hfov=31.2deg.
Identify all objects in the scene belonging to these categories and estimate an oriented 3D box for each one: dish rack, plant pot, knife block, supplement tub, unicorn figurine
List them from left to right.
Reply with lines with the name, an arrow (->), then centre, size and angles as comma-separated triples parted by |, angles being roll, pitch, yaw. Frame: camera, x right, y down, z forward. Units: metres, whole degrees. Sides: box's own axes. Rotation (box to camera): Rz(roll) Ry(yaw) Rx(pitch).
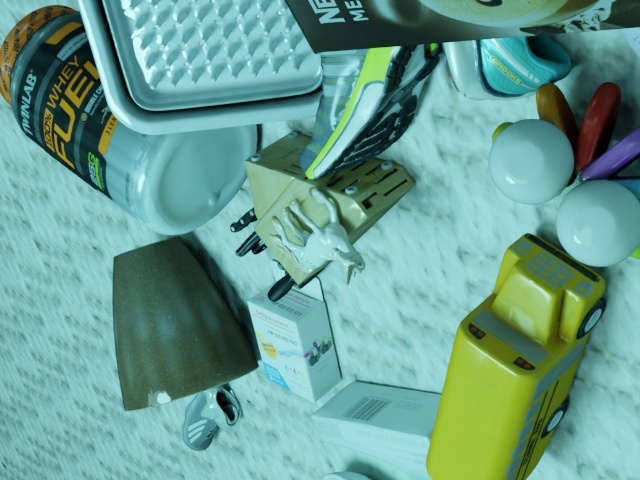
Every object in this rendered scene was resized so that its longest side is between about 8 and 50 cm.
supplement tub -> -0.264, -0.170, 1.514 | 0.338, 0.207, 0.207 | 34, 141, 29
plant pot -> -0.230, 0.117, 1.757 | 0.215, 0.215, 0.230 | -17, 90, 56
dish rack -> -0.125, -0.286, 1.261 | 0.286, 0.072, 0.333 | -6, 121, 9
knife block -> -0.001, -0.003, 1.437 | 0.276, 0.088, 0.242 | 21, 134, 40
unicorn figurine -> 0.000, 0.000, 1.314 | 0.111, 0.060, 0.162 | 55, 163, -1

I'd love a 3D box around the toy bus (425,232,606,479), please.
toy bus -> 0.208, 0.153, 1.268 | 0.108, 0.130, 0.332 | 36, 143, 27

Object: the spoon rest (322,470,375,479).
spoon rest -> 0.095, 0.373, 1.477 | 0.276, 0.084, 0.137 | 4, 122, 49

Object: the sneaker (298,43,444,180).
sneaker -> 0.043, -0.181, 1.220 | 0.121, 0.111, 0.300 | 52, 138, 20

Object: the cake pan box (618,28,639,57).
cake pan box -> 0.298, -0.247, 0.862 | 0.245, 0.070, 0.267 | 54, 147, 6

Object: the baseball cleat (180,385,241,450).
baseball cleat -> -0.189, 0.312, 1.970 | 0.109, 0.072, 0.206 | 25, 143, 23

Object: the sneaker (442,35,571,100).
sneaker -> 0.155, -0.258, 1.031 | 0.110, 0.107, 0.275 | -5, 121, 32

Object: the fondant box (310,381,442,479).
fondant box -> 0.149, 0.363, 1.561 | 0.238, 0.096, 0.330 | -1, 119, 52

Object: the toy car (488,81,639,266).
toy car -> 0.249, -0.068, 1.034 | 0.182, 0.159, 0.136 | 44, 108, 12

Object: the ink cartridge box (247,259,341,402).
ink cartridge box -> -0.040, 0.128, 1.625 | 0.104, 0.061, 0.181 | 20, 133, 42

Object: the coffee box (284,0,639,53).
coffee box -> 0.113, -0.232, 0.788 | 0.297, 0.119, 0.168 | 0, 151, 24
